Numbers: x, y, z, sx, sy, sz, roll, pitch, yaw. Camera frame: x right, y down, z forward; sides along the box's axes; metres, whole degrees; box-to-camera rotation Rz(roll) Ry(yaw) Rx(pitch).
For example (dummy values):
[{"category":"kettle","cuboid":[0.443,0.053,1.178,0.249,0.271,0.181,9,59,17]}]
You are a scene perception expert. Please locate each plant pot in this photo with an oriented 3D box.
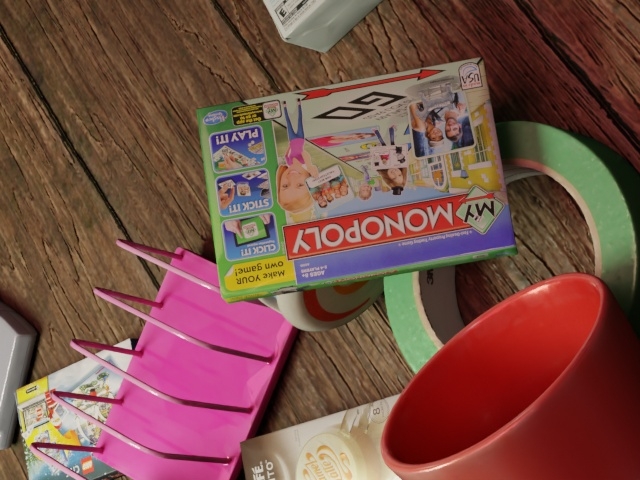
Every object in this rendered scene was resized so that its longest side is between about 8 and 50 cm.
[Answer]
[{"category":"plant pot","cuboid":[0.236,0.207,1.625,0.275,0.275,0.243,-32,107,32]}]

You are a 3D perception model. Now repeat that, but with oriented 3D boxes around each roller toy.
[{"category":"roller toy","cuboid":[0.000,0.000,1.932,0.146,0.209,0.191,37,117,36]}]

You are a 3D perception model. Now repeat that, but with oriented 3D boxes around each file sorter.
[{"category":"file sorter","cuboid":[-0.192,0.165,2.035,0.202,0.182,0.291,24,93,31]}]

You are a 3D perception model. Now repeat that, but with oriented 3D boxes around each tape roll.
[{"category":"tape roll","cuboid":[0.217,0.034,1.827,0.321,0.077,0.321,-5,82,38]}]

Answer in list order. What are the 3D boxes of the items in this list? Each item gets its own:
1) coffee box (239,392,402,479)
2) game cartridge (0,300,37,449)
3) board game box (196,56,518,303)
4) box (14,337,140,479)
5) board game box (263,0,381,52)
[{"category":"coffee box","cuboid":[0.038,0.270,1.926,0.246,0.098,0.141,-22,71,35]},{"category":"game cartridge","cuboid":[-0.525,0.165,2.420,0.294,0.060,0.196,17,99,39]},{"category":"board game box","cuboid":[0.037,-0.064,1.808,0.317,0.046,0.214,-10,76,6]},{"category":"box","cuboid":[-0.304,0.241,2.238,0.233,0.044,0.159,-24,70,34]},{"category":"board game box","cuboid":[-0.008,-0.418,2.050,0.224,0.097,0.303,-40,63,27]}]
